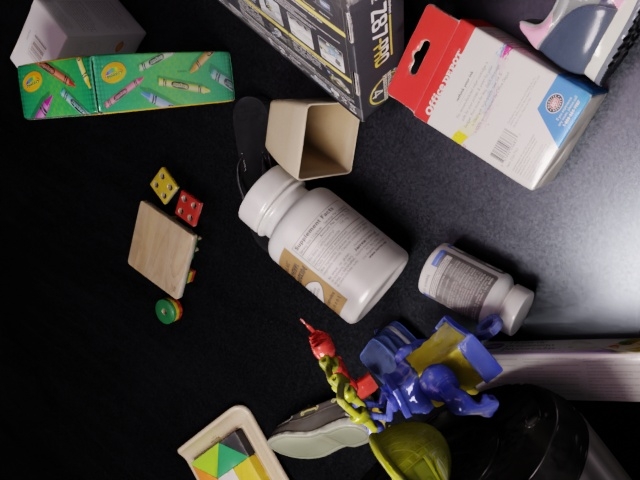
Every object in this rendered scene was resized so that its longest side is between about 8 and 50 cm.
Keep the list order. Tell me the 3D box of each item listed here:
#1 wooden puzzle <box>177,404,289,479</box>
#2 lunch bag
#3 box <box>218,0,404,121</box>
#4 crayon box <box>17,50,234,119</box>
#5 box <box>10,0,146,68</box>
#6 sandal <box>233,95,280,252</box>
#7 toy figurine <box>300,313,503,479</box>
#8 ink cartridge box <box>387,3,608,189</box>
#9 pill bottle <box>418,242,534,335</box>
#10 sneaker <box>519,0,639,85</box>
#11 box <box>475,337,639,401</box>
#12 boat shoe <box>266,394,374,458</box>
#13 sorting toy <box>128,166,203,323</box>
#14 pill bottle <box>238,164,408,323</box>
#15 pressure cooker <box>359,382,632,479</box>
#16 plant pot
[{"bbox_3d":[-0.148,0.442,1.416,0.221,0.044,0.238,-42,78,36],"label":"wooden puzzle"},{"bbox_3d":[0.111,0.168,1.140,0.098,0.065,0.067,47,140,15],"label":"lunch bag"},{"bbox_3d":[-0.065,-0.363,0.977,0.097,0.318,0.395,-44,71,-8],"label":"box"},{"bbox_3d":[-0.283,-0.235,1.171,0.165,0.278,0.081,3,104,35],"label":"crayon box"},{"bbox_3d":[-0.402,-0.325,1.298,0.091,0.170,0.130,50,125,12],"label":"box"},{"bbox_3d":[-0.099,-0.096,1.220,0.097,0.054,0.254,-8,98,37],"label":"sandal"},{"bbox_3d":[0.127,0.143,0.933,0.217,0.362,0.191,-33,98,-3],"label":"toy figurine"},{"bbox_3d":[0.211,-0.182,0.959,0.231,0.078,0.134,38,121,21],"label":"ink cartridge box"},{"bbox_3d":[0.207,0.066,1.033,0.137,0.078,0.078,29,118,26],"label":"pill bottle"},{"bbox_3d":[0.317,-0.332,0.820,0.131,0.112,0.319,32,119,21],"label":"sneaker"},{"bbox_3d":[0.348,0.160,0.968,0.324,0.063,0.067,-8,97,37],"label":"box"},{"bbox_3d":[0.002,0.299,1.256,0.081,0.068,0.228,38,138,-27],"label":"boat shoe"},{"bbox_3d":[-0.267,0.005,1.374,0.132,0.046,0.274,32,120,25],"label":"sorting toy"},{"bbox_3d":[0.000,0.000,1.113,0.229,0.131,0.131,40,123,12],"label":"pill bottle"},{"bbox_3d":[0.247,0.431,0.910,0.375,0.370,0.420,-38,94,0],"label":"pressure cooker"},{"bbox_3d":[-0.019,-0.157,1.120,0.096,0.109,0.109,27,118,39],"label":"plant pot"}]
